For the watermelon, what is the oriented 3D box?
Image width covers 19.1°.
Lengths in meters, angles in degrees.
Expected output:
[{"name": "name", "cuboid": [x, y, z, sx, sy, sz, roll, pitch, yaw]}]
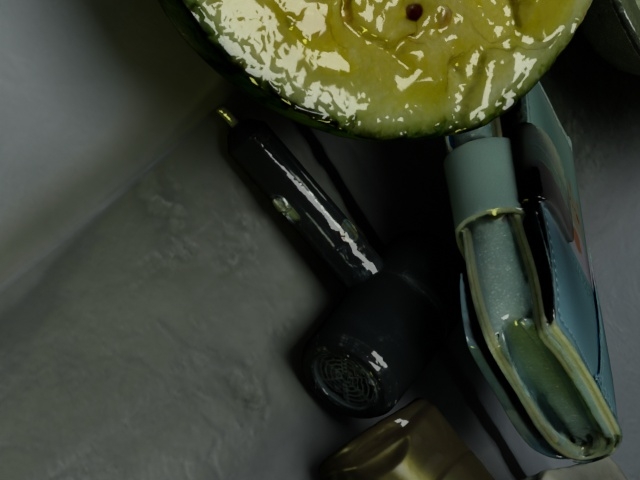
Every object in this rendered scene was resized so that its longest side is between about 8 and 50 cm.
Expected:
[{"name": "watermelon", "cuboid": [0.012, -0.214, 1.220, 0.330, 0.189, 0.331, 0, 90, -23]}]

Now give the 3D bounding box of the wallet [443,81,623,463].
[{"name": "wallet", "cuboid": [0.141, 0.002, 1.273, 0.176, 0.075, 0.250, 53, 26, -47]}]

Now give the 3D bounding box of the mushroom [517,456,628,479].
[{"name": "mushroom", "cuboid": [0.187, 0.282, 1.293, 0.118, 0.103, 0.270, -9, 89, -38]}]

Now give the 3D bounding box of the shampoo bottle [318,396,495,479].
[{"name": "shampoo bottle", "cuboid": [0.126, 0.266, 1.201, 0.084, 0.125, 0.350, -27, 83, -45]}]

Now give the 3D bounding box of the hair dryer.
[{"name": "hair dryer", "cuboid": [0.000, 0.000, 1.236, 0.219, 0.071, 0.124, 51, 49, -9]}]

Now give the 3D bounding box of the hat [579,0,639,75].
[{"name": "hat", "cuboid": [0.269, -0.196, 1.465, 0.257, 0.130, 0.257, 9, 75, -34]}]
